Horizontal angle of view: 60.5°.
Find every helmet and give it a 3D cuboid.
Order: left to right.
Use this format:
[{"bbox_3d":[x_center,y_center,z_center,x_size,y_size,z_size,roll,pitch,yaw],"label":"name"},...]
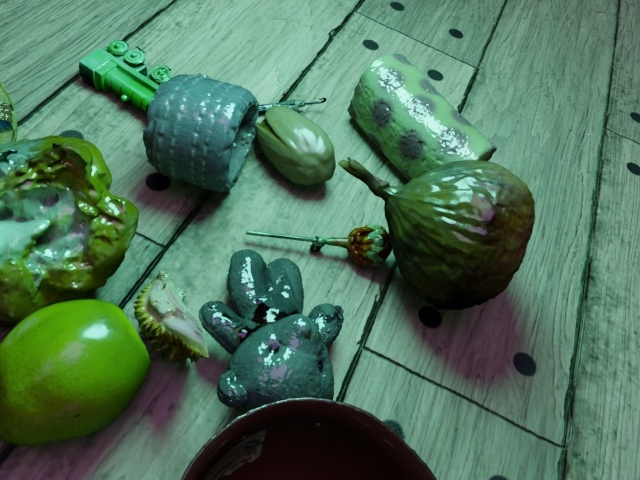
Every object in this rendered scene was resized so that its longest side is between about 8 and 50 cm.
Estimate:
[{"bbox_3d":[-0.018,0.401,0.671,0.385,0.230,0.337,33,53,-1],"label":"helmet"}]

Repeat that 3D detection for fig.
[{"bbox_3d":[0.193,-0.052,1.016,0.369,0.286,0.286,30,52,-1],"label":"fig"}]

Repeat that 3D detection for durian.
[{"bbox_3d":[-0.226,0.136,0.824,0.078,0.140,0.224,-15,18,-27],"label":"durian"}]

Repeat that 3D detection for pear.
[{"bbox_3d":[-0.356,0.182,0.765,0.220,0.187,0.187,-27,66,-24],"label":"pear"}]

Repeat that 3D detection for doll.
[{"bbox_3d":[-0.070,0.136,0.890,0.246,0.158,0.340,14,49,-22],"label":"doll"}]

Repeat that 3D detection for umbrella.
[{"bbox_3d":[-0.115,-0.305,1.278,0.269,0.044,0.044,-10,84,-12],"label":"umbrella"}]

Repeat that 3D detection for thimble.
[{"bbox_3d":[-0.227,-0.217,1.068,0.172,0.205,0.236,19,53,-1],"label":"thimble"}]

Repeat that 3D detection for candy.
[{"bbox_3d":[0.000,0.001,1.064,0.288,0.078,0.084,5,24,-8],"label":"candy"}]

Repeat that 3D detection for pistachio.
[{"bbox_3d":[-0.055,-0.204,1.168,0.136,0.136,0.226,-27,59,-30],"label":"pistachio"}]

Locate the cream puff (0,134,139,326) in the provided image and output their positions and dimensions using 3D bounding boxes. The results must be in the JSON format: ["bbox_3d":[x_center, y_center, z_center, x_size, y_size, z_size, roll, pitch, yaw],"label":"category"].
[{"bbox_3d":[-0.473,-0.015,0.859,0.323,0.269,0.274,-24,30,-30],"label":"cream puff"}]

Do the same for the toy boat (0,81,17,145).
[{"bbox_3d":[-0.619,-0.237,1.056,0.065,0.066,0.172,-13,59,-20],"label":"toy boat"}]

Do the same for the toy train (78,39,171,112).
[{"bbox_3d":[-0.394,-0.338,1.188,0.251,0.085,0.119,34,59,12],"label":"toy train"}]

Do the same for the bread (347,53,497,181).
[{"bbox_3d":[0.216,-0.244,1.230,0.155,0.187,0.338,-27,68,-34],"label":"bread"}]
